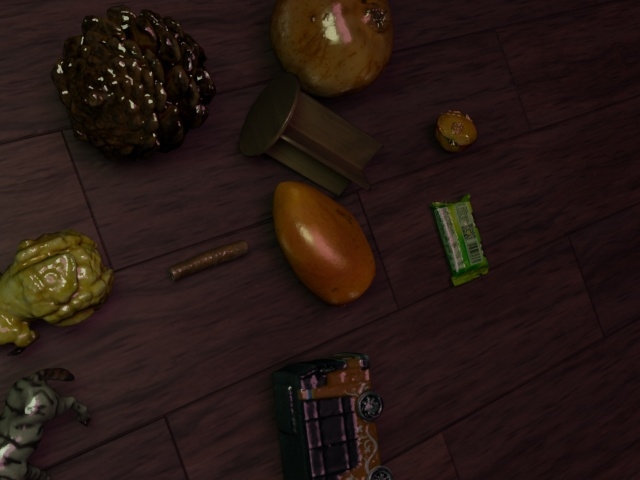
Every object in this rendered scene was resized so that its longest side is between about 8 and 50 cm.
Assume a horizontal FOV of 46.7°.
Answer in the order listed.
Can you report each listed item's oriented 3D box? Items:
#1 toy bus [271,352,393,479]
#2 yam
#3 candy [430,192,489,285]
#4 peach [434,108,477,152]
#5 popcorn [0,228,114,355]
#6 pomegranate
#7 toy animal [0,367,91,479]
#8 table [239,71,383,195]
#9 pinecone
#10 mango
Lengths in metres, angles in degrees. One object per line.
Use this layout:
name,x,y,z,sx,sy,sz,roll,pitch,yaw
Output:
toy bus,0.015,0.339,1.277,0.167,0.138,0.275,-4,85,-26
yam,-0.193,0.033,1.280,0.145,0.032,0.032,-22,92,-29
candy,0.290,-0.003,1.535,0.102,0.032,0.178,-17,90,-25
peach,0.277,-0.224,1.551,0.098,0.061,0.098,11,55,-16
popcorn,-0.415,0.066,1.101,0.195,0.168,0.173,-30,110,9
pomegranate,0.026,-0.382,1.353,0.248,0.248,0.248,5,79,-27
toy animal,-0.428,0.301,1.040,0.089,0.170,0.255,17,54,16
table,-0.008,-0.177,1.354,0.226,0.167,0.167,28,70,-30
pinecone,-0.284,-0.238,1.176,0.257,0.243,0.244,18,67,-68
mango,0.000,0.000,1.333,0.154,0.126,0.252,-39,99,-39
